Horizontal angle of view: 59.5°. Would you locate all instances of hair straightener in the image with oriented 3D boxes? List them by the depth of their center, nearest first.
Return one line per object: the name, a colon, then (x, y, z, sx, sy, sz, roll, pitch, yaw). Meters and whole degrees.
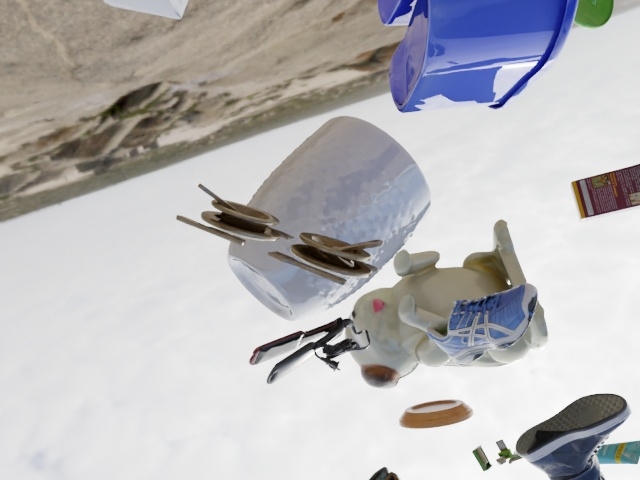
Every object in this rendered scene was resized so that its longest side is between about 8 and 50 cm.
hair straightener: (0.002, 0.176, 0.872, 0.230, 0.047, 0.089, -9, -136, -47)

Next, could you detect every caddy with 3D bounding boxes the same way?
caddy: (0.170, -0.277, 0.614, 0.179, 0.241, 0.341, -7, 177, 0)

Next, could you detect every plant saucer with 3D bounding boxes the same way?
plant saucer: (0.304, 0.457, 1.489, 0.200, 0.037, 0.200, -10, 172, -1)

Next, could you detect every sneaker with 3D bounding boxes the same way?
sneaker: (0.245, 0.124, 0.859, 0.211, 0.081, 0.080, -50, -171, 44)
sneaker: (0.504, 0.385, 1.034, 0.226, 0.163, 0.086, -44, -174, 33)

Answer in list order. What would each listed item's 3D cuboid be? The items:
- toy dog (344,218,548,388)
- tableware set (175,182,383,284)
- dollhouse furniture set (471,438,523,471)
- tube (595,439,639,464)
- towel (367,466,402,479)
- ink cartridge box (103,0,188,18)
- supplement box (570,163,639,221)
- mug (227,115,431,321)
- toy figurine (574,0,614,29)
toy dog: (0.252, 0.173, 1.258, 0.408, 0.395, 0.284, -14, -123, 10)
tableware set: (-0.033, -0.011, 0.580, 0.194, 0.039, 0.128, 20, -170, 18)
dollhouse furniture set: (0.471, 0.537, 1.436, 0.151, 0.058, 0.076, -39, 161, 35)
tube: (0.780, 0.574, 1.505, 0.080, 0.052, 0.207, -51, -178, -31)
towel: (-0.020, 0.428, 0.611, 0.040, 0.271, 0.370, 33, -110, 33)
ink cartridge box: (-0.196, -0.437, 0.632, 0.117, 0.278, 0.201, 15, 169, 12)
supplement box: (0.752, -0.121, 1.434, 0.188, 0.104, 0.081, -15, 170, 21)
mug: (0.000, 0.000, 1.084, 0.328, 0.276, 0.374, -46, 160, -22)
toy figurine: (0.290, -0.341, 0.784, 0.130, 0.173, 0.159, -18, 180, -30)
